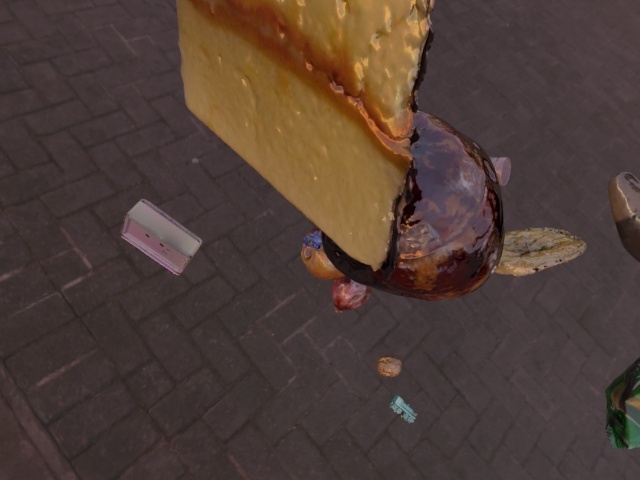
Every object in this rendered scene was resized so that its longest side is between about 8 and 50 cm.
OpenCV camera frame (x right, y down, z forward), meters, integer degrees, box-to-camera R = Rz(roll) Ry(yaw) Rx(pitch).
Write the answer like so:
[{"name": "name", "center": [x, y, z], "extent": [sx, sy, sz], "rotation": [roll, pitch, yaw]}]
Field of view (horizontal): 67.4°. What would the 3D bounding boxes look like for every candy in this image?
[{"name": "candy", "center": [0.505, 0.216, 0.697], "extent": [0.078, 0.203, 0.141], "rotation": [35, 27, -8]}]

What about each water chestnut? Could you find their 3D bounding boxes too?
[{"name": "water chestnut", "center": [0.135, -0.049, 0.684], "extent": [0.244, 0.289, 0.289], "rotation": [-17, 68, -24]}]

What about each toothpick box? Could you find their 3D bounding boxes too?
[{"name": "toothpick box", "center": [0.563, -0.242, 1.648], "extent": [0.149, 0.098, 0.098], "rotation": [12, 40, 36]}]

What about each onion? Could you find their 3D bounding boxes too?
[{"name": "onion", "center": [0.111, 0.216, 1.919], "extent": [0.159, 0.194, 0.159], "rotation": [27, 15, -8]}]

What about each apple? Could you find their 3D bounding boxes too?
[{"name": "apple", "center": [0.030, 0.045, 1.802], "extent": [0.188, 0.211, 0.211], "rotation": [10, 55, -28]}]

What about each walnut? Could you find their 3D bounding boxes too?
[{"name": "walnut", "center": [0.257, 0.472, 1.801], "extent": [0.096, 0.082, 0.079], "rotation": [-3, 29, 23]}]

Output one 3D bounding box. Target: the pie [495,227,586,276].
[{"name": "pie", "center": [0.554, 0.024, 1.279], "extent": [0.274, 0.274, 0.055], "rotation": [-24, 108, -35]}]

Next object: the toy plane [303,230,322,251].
[{"name": "toy plane", "center": [0.000, 0.000, 1.534], "extent": [0.054, 0.167, 0.062], "rotation": [32, 74, -39]}]

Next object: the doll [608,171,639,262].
[{"name": "doll", "center": [0.762, -0.142, 0.983], "extent": [0.252, 0.379, 0.382], "rotation": [-4, 64, -52]}]

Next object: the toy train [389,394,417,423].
[{"name": "toy train", "center": [0.244, 0.497, 1.410], "extent": [0.092, 0.029, 0.045], "rotation": [41, 76, -8]}]

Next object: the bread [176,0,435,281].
[{"name": "bread", "center": [0.014, -0.235, 0.494], "extent": [0.405, 0.345, 0.242], "rotation": [36, 47, 17]}]

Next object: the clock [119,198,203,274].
[{"name": "clock", "center": [-0.420, -0.005, 1.260], "extent": [0.192, 0.147, 0.071], "rotation": [37, 57, -9]}]
